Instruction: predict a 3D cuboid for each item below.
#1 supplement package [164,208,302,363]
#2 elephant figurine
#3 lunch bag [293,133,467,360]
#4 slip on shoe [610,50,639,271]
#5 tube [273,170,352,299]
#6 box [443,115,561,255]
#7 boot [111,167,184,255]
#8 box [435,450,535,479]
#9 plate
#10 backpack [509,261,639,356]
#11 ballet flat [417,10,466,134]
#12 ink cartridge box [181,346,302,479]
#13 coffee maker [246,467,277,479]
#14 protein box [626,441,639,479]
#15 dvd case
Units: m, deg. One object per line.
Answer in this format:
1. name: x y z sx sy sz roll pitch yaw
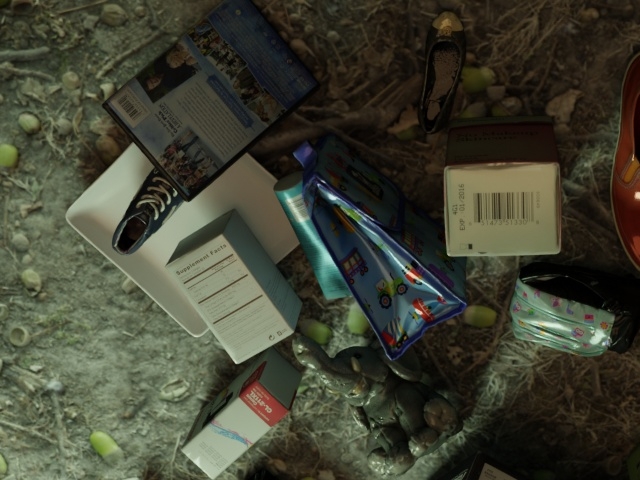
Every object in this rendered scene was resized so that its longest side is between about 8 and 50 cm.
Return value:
1. supplement package: -0.122 0.065 1.863 0.105 0.105 0.179 -30 104 17
2. elephant figurine: 0.087 0.216 1.925 0.169 0.186 0.239 -37 75 -16
3. lunch bag: 0.063 -0.019 1.794 0.138 0.221 0.293 -38 102 18
4. slip on shoe: 0.461 -0.096 1.780 0.123 0.101 0.331 -2 112 6
5. tube: 0.000 0.000 1.858 0.080 0.052 0.207 -6 121 39
6. box: 0.243 -0.077 1.742 0.149 0.232 0.127 -2 110 8
7. boot: -0.225 -0.060 1.838 0.069 0.086 0.190 33 111 -5
8. box: 0.331 0.472 1.927 0.395 0.097 0.318 28 153 -4
9. plate: -0.188 -0.038 1.912 0.278 0.045 0.277 43 110 -10
10. backpack: 0.359 0.096 1.843 0.182 0.152 0.115 14 104 19
11. ballet flat: 0.168 -0.228 1.792 0.057 0.049 0.173 7 111 3
12. ink cartridge box: -0.119 0.260 1.972 0.072 0.127 0.175 44 109 -9
13. coffee maker: -0.054 0.447 2.055 0.178 0.120 0.171 43 86 -11
14. protein box: 0.559 0.325 1.872 0.136 0.201 0.200 28 112 -4
15. dvd case: -0.149 -0.200 1.804 0.253 0.022 0.180 -42 102 -6
